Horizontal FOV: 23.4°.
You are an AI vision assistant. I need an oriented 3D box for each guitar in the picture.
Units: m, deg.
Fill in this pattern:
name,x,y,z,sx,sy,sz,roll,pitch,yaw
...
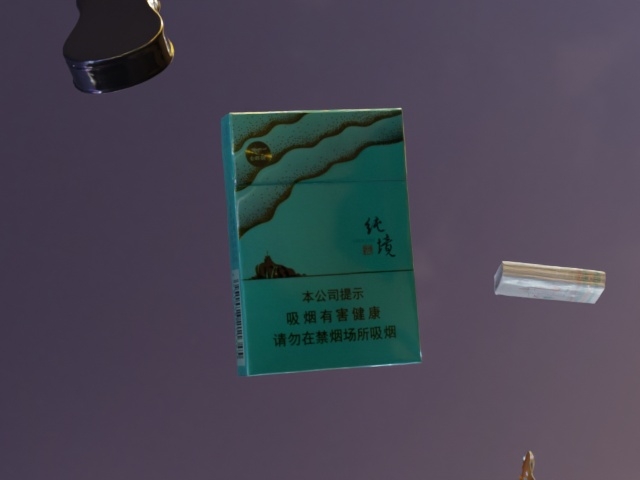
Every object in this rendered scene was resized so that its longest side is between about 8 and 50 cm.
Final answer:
name,x,y,z,sx,sy,sz,roll,pitch,yaw
guitar,-0.166,-0.214,1.281,0.271,0.084,0.038,-97,-7,-50

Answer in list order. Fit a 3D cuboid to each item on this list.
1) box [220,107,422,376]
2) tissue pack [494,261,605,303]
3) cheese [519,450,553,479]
name,x,y,z,sx,sy,sz,roll,pitch,yaw
box,0.000,0.000,1.345,0.161,0.042,0.226,-2,-94,-19
tissue pack,0.236,0.043,1.601,0.056,0.108,0.023,103,173,-69
cheese,0.106,0.132,0.746,0.111,0.017,0.047,-103,24,-82
